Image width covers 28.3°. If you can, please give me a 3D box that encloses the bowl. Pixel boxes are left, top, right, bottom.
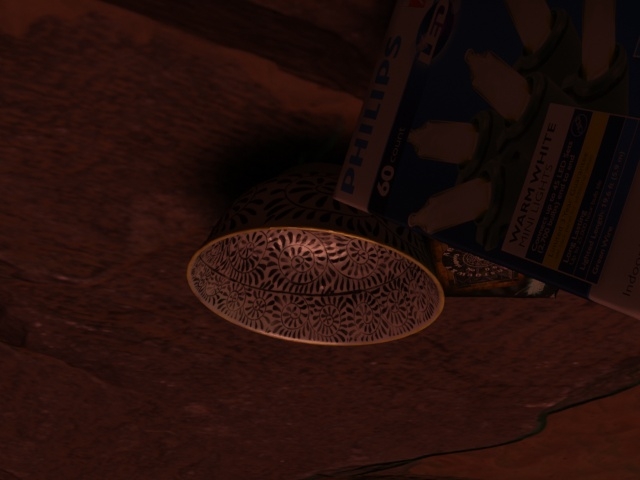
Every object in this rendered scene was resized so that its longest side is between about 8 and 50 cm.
[{"bbox_3d":[0.000,0.000,0.845,0.170,0.080,0.170,5,152,3],"label":"bowl"}]

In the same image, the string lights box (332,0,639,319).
[{"bbox_3d":[0.111,-0.049,0.574,0.076,0.133,0.259,16,-176,-28],"label":"string lights box"}]

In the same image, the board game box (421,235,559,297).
[{"bbox_3d":[0.118,-0.011,0.885,0.126,0.026,0.186,1,151,-1],"label":"board game box"}]
